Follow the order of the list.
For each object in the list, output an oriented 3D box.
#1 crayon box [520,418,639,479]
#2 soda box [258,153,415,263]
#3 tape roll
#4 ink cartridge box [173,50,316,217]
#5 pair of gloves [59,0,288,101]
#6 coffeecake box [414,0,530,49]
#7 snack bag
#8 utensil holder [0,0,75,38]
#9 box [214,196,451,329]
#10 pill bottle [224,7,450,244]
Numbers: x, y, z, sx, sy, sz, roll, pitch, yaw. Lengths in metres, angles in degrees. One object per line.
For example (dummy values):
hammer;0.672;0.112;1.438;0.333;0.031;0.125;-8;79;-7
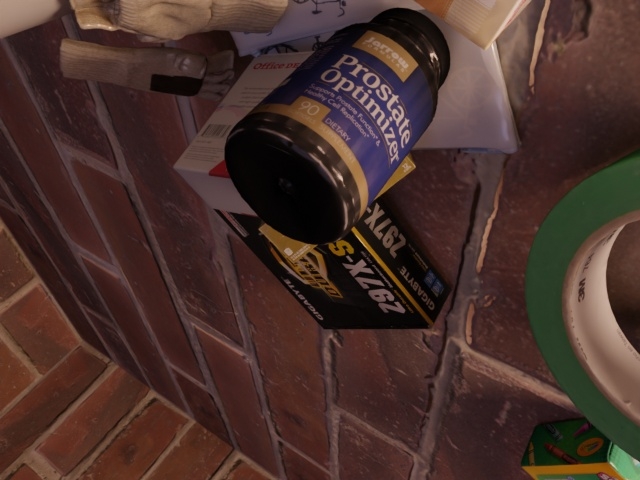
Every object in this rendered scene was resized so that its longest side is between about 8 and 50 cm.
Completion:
crayon box;0.455;0.381;0.787;0.278;0.081;0.165;43;147;-2
soda box;0.016;-0.058;0.619;0.181;0.058;0.061;-39;108;18
tape roll;0.336;0.069;0.461;0.321;0.077;0.321;34;137;39
ink cartridge box;-0.053;-0.116;0.589;0.127;0.175;0.072;12;152;38
pair of gloves;-0.166;-0.212;0.589;0.240;0.204;0.042;-19;76;58
coffeecake box;0.142;-0.222;0.316;0.068;0.185;0.142;38;147;6
snack bag;0.022;-0.228;0.574;0.323;0.037;0.343;6;134;41
utensil holder;-0.349;-0.338;0.481;0.327;0.385;0.328;29;140;28
box;0.000;0.000;0.801;0.322;0.079;0.257;50;146;-20
pill bottle;0.027;-0.110;0.476;0.122;0.219;0.123;26;147;19
